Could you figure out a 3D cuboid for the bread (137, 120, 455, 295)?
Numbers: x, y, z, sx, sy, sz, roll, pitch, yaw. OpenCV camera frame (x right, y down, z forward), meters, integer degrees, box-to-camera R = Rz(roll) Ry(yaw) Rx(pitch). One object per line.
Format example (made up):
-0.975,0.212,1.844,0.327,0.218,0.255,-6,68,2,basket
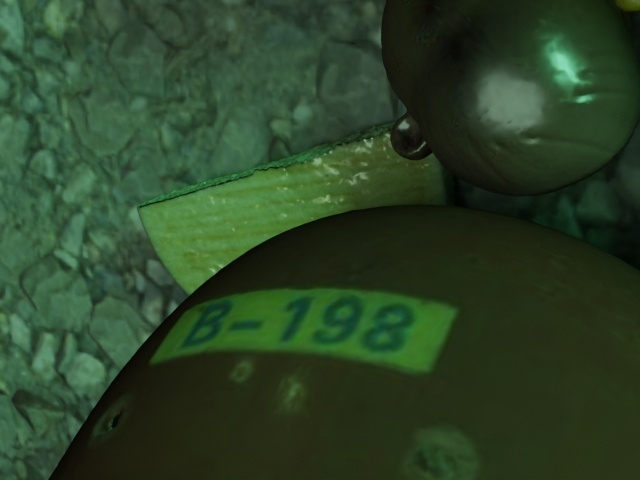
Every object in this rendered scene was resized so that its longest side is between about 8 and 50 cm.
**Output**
-0.002,0.004,0.750,0.193,0.036,0.112,-15,102,29,bread

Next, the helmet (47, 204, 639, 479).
0.069,0.104,0.611,0.385,0.230,0.337,-4,143,36,helmet

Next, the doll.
0.113,-0.096,0.615,0.188,0.096,0.145,-16,73,23,doll
